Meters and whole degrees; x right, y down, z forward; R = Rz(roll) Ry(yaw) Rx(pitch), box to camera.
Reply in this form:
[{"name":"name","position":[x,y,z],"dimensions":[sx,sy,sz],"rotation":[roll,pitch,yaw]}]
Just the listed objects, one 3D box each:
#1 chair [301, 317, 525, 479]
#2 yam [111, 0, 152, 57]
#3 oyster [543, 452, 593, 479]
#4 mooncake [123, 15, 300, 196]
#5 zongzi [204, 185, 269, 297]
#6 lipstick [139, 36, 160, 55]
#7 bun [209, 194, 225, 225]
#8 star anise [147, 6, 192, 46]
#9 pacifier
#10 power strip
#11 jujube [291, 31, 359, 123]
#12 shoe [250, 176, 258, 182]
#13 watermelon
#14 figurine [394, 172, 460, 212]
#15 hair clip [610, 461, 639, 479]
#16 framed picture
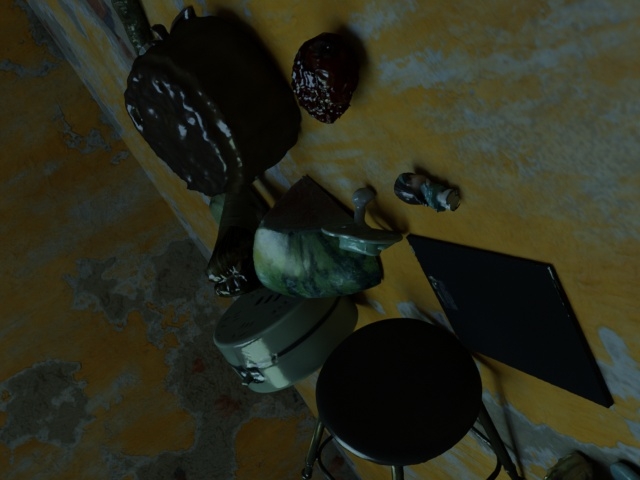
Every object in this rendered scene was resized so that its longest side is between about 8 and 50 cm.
[{"name":"chair","position":[0.167,0.397,1.367],"dimensions":[0.362,0.365,0.410],"rotation":[39,154,38]},{"name":"yam","position":[-0.448,-0.502,1.660],"dimensions":[0.061,0.061,0.274],"rotation":[44,162,26]},{"name":"oyster","position":[0.421,0.537,1.119],"dimensions":[0.238,0.115,0.351],"rotation":[46,-135,-79]},{"name":"mooncake","position":[-0.211,-0.241,1.252],"dimensions":[0.324,0.187,0.324],"rotation":[33,149,24]},{"name":"zongzi","position":[-0.203,-0.032,1.545],"dimensions":[0.317,0.154,0.289],"rotation":[64,-166,5]},{"name":"lipstick","position":[-0.321,-0.342,1.632],"dimensions":[0.317,0.066,0.068],"rotation":[56,163,-11]},{"name":"bun","position":[-0.212,-0.068,1.833],"dimensions":[0.221,0.108,0.221],"rotation":[39,162,16]},{"name":"star anise","position":[-0.304,-0.407,1.454],"dimensions":[0.148,0.218,0.227],"rotation":[22,-160,-18]},{"name":"pacifier","position":[0.079,-0.036,1.184],"dimensions":[0.150,0.127,0.116],"rotation":[13,103,41]},{"name":"power strip","position":[-0.091,0.204,1.625],"dimensions":[0.161,0.357,0.357],"rotation":[56,163,-18]},{"name":"jujube","position":[0.008,-0.223,0.962],"dimensions":[0.104,0.104,0.166],"rotation":[47,167,20]},{"name":"shoe","position":[-0.222,-0.211,1.559],"dimensions":[0.099,0.112,0.227],"rotation":[36,155,40]},{"name":"watermelon","position":[0.000,0.000,1.407],"dimensions":[0.262,0.201,0.213],"rotation":[2,143,13]},{"name":"figurine","position":[0.155,-0.069,0.974],"dimensions":[0.060,0.047,0.106],"rotation":[18,-176,-46]},{"name":"hair clip","position":[0.532,0.567,0.933],"dimensions":[0.392,0.238,0.318],"rotation":[27,152,54]},{"name":"framed picture","position":[0.283,0.114,1.055],"dimensions":[0.255,0.014,0.339],"rotation":[60,161,-20]}]
